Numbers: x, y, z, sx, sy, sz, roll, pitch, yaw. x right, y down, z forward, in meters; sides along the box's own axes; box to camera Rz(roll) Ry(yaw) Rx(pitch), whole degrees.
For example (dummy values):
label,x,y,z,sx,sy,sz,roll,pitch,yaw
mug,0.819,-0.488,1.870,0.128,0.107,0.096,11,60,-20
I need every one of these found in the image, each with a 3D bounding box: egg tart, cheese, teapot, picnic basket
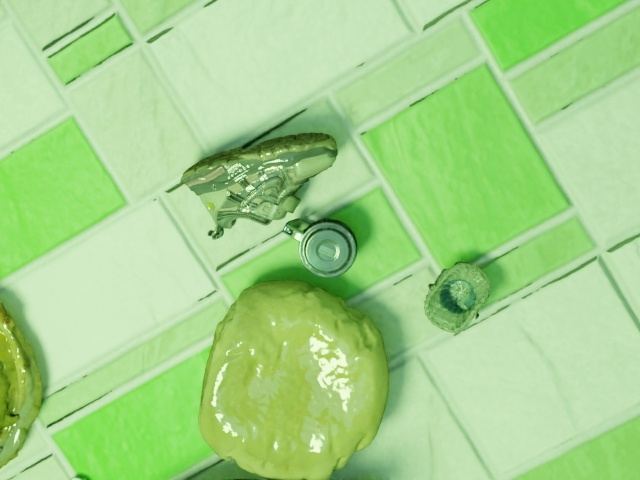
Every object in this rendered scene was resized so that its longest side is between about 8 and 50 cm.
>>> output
label,x,y,z,sx,sy,sz,roll,pitch,yaw
egg tart,-0.466,0.166,1.923,0.279,0.095,0.278,2,107,8
cheese,-0.028,0.162,1.849,0.214,0.117,0.226,21,102,-4
teapot,0.000,0.000,1.829,0.088,0.057,0.066,25,105,-2
picnic basket,0.150,0.064,1.811,0.065,0.083,0.083,37,104,3

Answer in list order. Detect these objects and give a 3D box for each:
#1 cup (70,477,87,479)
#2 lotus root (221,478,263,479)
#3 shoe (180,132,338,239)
label,x,y,z,sx,sy,sz,roll,pitch,yaw
cup,-0.298,0.343,1.964,0.116,0.074,0.104,-25,76,19
lotus root,-0.098,0.345,1.857,0.322,0.140,0.158,-21,108,26
shoe,-0.062,-0.060,1.806,0.180,0.089,0.092,-14,101,14
